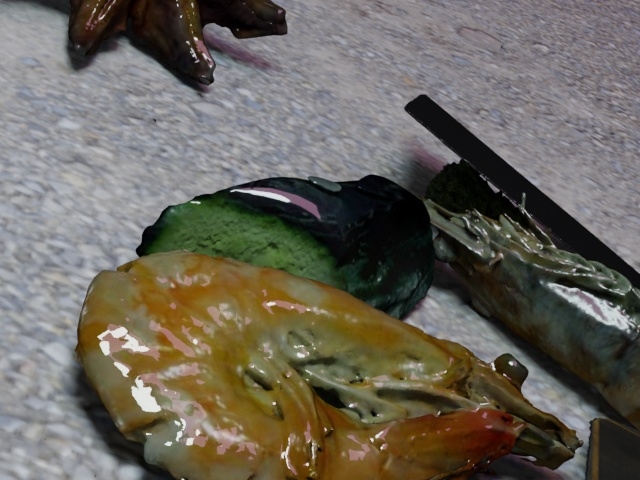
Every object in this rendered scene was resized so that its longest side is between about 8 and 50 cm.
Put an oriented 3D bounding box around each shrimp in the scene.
[{"bbox_3d":[0.016,0.082,0.730,0.294,0.062,0.154,12,42,-23],"label":"shrimp"},{"bbox_3d":[0.191,0.016,0.881,0.296,0.169,0.058,36,14,18],"label":"shrimp"}]

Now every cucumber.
[{"bbox_3d":[0.000,0.000,0.845,0.115,0.086,0.193,36,21,23],"label":"cucumber"}]

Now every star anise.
[{"bbox_3d":[-0.152,-0.213,1.077,0.272,0.102,0.272,22,50,-29],"label":"star anise"}]

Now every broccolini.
[{"bbox_3d":[0.166,0.025,0.985,0.239,0.054,0.051,41,15,21],"label":"broccolini"}]

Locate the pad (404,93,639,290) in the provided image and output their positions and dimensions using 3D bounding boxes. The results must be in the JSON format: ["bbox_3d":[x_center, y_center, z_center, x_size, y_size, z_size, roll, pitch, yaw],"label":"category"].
[{"bbox_3d":[0.157,-0.021,1.012,0.243,0.004,0.163,40,12,1],"label":"pad"}]

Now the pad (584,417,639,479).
[{"bbox_3d":[0.270,0.181,0.664,0.315,0.063,0.375,30,15,4],"label":"pad"}]
